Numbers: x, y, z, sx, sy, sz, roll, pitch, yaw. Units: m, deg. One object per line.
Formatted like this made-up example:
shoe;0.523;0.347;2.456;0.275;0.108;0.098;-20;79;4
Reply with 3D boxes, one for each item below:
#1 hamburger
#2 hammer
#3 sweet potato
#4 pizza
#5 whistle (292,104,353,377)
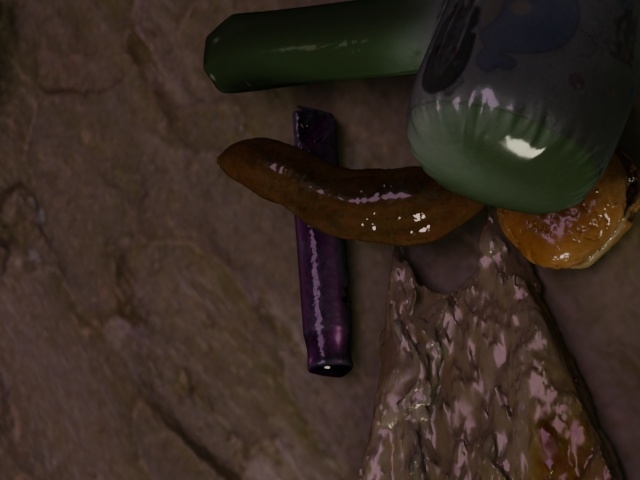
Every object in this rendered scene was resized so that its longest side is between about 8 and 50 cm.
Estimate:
hamburger;0.145;-0.025;1.046;0.076;0.044;0.083;46;109;32
hammer;0.050;-0.116;1.077;0.336;0.119;0.206;0;55;45
sweet potato;0.014;-0.027;1.101;0.182;0.053;0.054;11;125;21
pizza;0.092;0.103;1.062;0.181;0.034;0.262;-7;77;33
whistle;0.000;0.000;1.143;0.033;0.033;0.176;-12;75;32
